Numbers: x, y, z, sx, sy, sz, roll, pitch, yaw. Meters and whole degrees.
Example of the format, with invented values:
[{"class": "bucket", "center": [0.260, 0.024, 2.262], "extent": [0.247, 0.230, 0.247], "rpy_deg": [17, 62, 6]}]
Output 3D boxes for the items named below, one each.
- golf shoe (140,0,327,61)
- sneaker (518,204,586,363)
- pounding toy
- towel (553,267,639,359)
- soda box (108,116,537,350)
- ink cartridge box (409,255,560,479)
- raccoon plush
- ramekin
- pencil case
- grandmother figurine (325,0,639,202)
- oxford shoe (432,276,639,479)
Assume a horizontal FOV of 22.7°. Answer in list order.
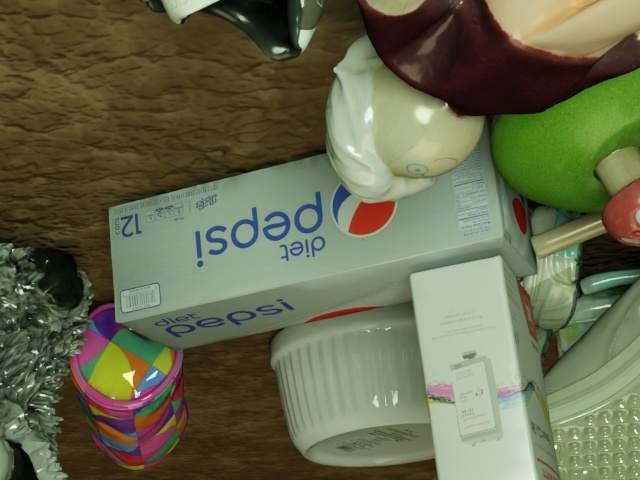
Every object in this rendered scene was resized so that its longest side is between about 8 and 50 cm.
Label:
[{"class": "golf shoe", "center": [-0.063, -0.149, 0.684], "extent": [0.198, 0.094, 0.077], "rpy_deg": [27, 145, -36]}, {"class": "sneaker", "center": [0.131, 0.033, 1.269], "extent": [0.122, 0.110, 0.283], "rpy_deg": [13, 157, 3]}, {"class": "pounding toy", "center": [0.209, -0.040, 0.958], "extent": [0.183, 0.110, 0.237], "rpy_deg": [-26, 150, 2]}, {"class": "towel", "center": [0.397, 0.078, 1.448], "extent": [0.374, 0.090, 0.320], "rpy_deg": [-8, 162, 7]}, {"class": "soda box", "center": [0.000, 0.000, 1.117], "extent": [0.286, 0.091, 0.098], "rpy_deg": [-13, 159, 17]}, {"class": "ink cartridge box", "center": [0.116, 0.123, 1.062], "extent": [0.067, 0.198, 0.115], "rpy_deg": [-12, 162, 15]}, {"class": "raccoon plush", "center": [-0.268, 0.187, 1.249], "extent": [0.216, 0.299, 0.446], "rpy_deg": [-6, 160, -1]}, {"class": "ramekin", "center": [0.060, 0.139, 1.481], "extent": [0.207, 0.109, 0.207], "rpy_deg": [-5, 160, -2]}, {"class": "pencil case", "center": [-0.168, 0.131, 1.422], "extent": [0.104, 0.104, 0.236], "rpy_deg": [-4, 161, -5]}, {"class": "grandmother figurine", "center": [0.109, -0.112, 0.780], "extent": [0.208, 0.104, 0.342], "rpy_deg": [16, 149, -28]}, {"class": "oxford shoe", "center": [0.235, 0.136, 1.250], "extent": [0.169, 0.130, 0.449], "rpy_deg": [41, 101, -18]}]
